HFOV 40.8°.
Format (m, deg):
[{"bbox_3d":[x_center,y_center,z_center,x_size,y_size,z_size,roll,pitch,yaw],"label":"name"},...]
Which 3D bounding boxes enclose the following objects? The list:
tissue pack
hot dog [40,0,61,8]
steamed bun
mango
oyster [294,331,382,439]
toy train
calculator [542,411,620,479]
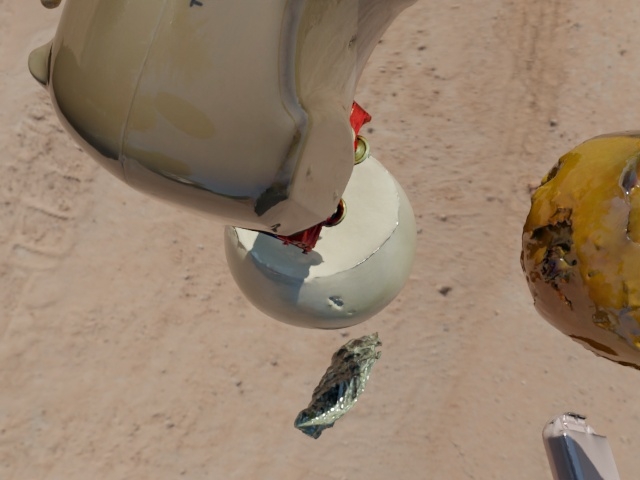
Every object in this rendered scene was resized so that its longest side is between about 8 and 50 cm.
[{"bbox_3d":[-0.071,-0.213,0.787,0.277,0.267,0.387,22,89,16],"label":"tissue pack"},{"bbox_3d":[-0.409,-0.427,1.331,0.090,0.060,0.140,31,80,-25],"label":"hot dog"},{"bbox_3d":[0.000,0.000,1.416,0.324,0.324,0.206,-26,148,-13],"label":"steamed bun"},{"bbox_3d":[0.243,0.012,0.527,0.249,0.151,0.156,5,78,-6],"label":"mango"},{"bbox_3d":[0.042,0.277,1.674,0.087,0.199,0.252,45,79,-7],"label":"oyster"},{"bbox_3d":[-0.020,-0.091,1.122,0.083,0.131,0.204,28,83,-62],"label":"toy train"},{"bbox_3d":[0.256,0.245,0.802,0.100,0.032,0.175,22,49,-44],"label":"calculator"}]
